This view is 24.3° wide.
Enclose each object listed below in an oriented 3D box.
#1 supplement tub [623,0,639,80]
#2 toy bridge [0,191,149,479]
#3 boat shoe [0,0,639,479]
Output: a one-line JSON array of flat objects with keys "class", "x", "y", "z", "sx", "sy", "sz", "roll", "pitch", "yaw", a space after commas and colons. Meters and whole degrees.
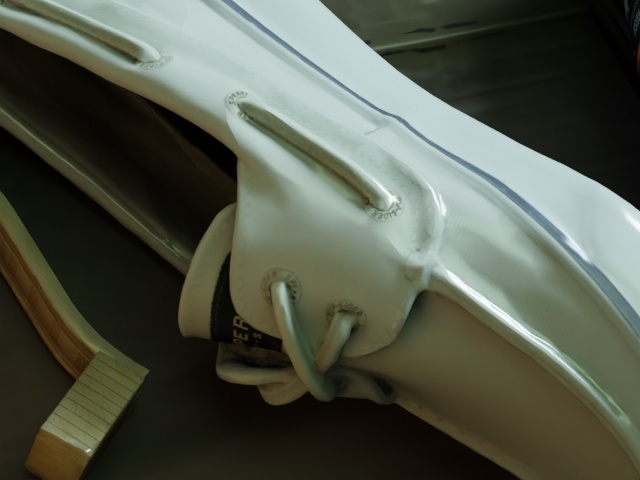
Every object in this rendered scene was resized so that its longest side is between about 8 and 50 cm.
[{"class": "supplement tub", "x": 0.161, "y": -0.054, "z": 0.473, "sx": 0.117, "sy": 0.117, "sz": 0.190, "roll": 6, "pitch": 54, "yaw": -14}, {"class": "toy bridge", "x": -0.128, "y": -0.006, "z": 0.404, "sx": 0.188, "sy": 0.026, "sz": 0.063, "roll": 31, "pitch": 50, "yaw": 4}, {"class": "boat shoe", "x": 0.000, "y": 0.000, "z": 0.400, "sx": 0.267, "sy": 0.096, "sz": 0.088, "roll": 43, "pitch": 59, "yaw": 15}]
